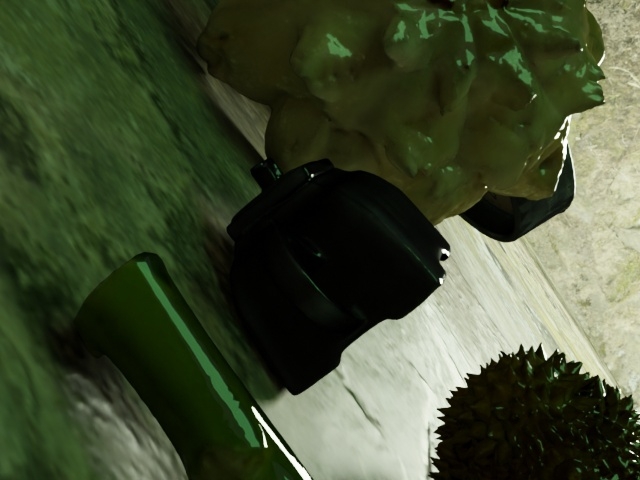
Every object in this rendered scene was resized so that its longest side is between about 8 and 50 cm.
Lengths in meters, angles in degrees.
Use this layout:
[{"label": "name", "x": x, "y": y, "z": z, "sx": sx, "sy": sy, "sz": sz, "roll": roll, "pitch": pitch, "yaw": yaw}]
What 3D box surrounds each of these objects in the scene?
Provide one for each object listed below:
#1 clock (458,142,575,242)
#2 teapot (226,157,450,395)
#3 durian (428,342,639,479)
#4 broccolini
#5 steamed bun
[{"label": "clock", "x": 0.123, "y": -0.166, "z": 1.123, "sx": 0.386, "sy": 0.076, "sz": 0.386, "roll": 54, "pitch": -5, "yaw": 7}, {"label": "teapot", "x": 0.000, "y": 0.000, "z": 0.506, "sx": 0.096, "sy": 0.087, "sz": 0.177, "roll": 52, "pitch": 13, "yaw": -1}, {"label": "durian", "x": 0.127, "y": 0.138, "z": 0.559, "sx": 0.168, "sy": 0.137, "sz": 0.158, "roll": 61, "pitch": 21, "yaw": -70}, {"label": "broccolini", "x": 0.049, "y": 0.166, "z": 0.363, "sx": 0.079, "sy": 0.074, "sz": 0.392, "roll": -38, "pitch": 96, "yaw": -36}, {"label": "steamed bun", "x": 0.083, "y": -0.147, "z": 0.688, "sx": 0.295, "sy": 0.292, "sz": 0.137, "roll": 52, "pitch": -23, "yaw": -8}]
